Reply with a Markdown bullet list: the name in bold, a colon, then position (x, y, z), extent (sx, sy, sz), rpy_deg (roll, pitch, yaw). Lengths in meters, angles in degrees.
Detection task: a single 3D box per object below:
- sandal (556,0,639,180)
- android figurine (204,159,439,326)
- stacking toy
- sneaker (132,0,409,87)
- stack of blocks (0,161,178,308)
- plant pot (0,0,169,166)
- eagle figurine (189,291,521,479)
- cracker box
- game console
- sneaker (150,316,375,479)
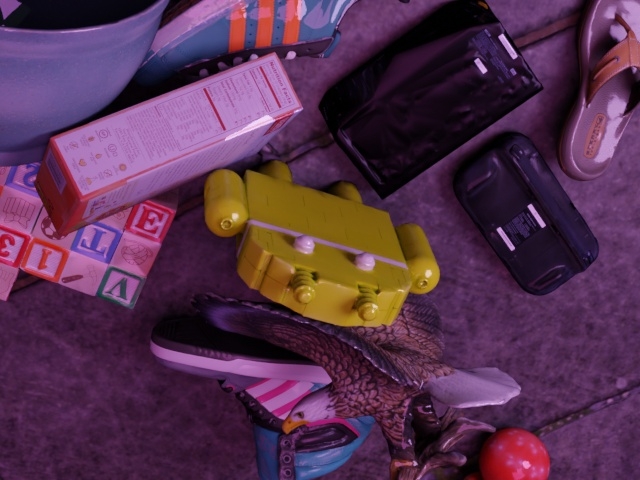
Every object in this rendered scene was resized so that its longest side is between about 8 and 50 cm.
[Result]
- **sandal**: position (0.307, -0.167, 1.074), extent (0.090, 0.060, 0.219), rpy_deg (13, 99, -20)
- **android figurine**: position (0.000, 0.000, 1.024), extent (0.248, 0.273, 0.056), rpy_deg (17, 114, -13)
- **stacking toy**: position (0.199, 0.388, 1.332), extent (0.141, 0.141, 0.330), rpy_deg (22, 106, -16)
- **sneaker**: position (-0.049, -0.214, 1.004), extent (0.302, 0.108, 0.121), rpy_deg (-28, 112, 7)
- **stack of blocks**: position (-0.319, -0.031, 1.080), extent (0.297, 0.087, 0.171), rpy_deg (21, 113, -15)
- **plant pot**: position (-0.289, -0.191, 0.911), extent (0.293, 0.293, 0.196), rpy_deg (12, 131, -11)
- **eagle figurine**: position (0.032, 0.118, 1.053), extent (0.225, 0.226, 0.298), rpy_deg (-33, 91, -18)
- **cracker box**: position (-0.149, -0.091, 0.978), extent (0.232, 0.155, 0.067), rpy_deg (-25, 88, -24)
- **game console**: position (0.178, -0.075, 1.135), extent (0.213, 0.044, 0.361), rpy_deg (-34, 114, 12)
- **sneaker**: position (-0.069, 0.198, 1.208), extent (0.295, 0.124, 0.179), rpy_deg (12, 105, -13)
